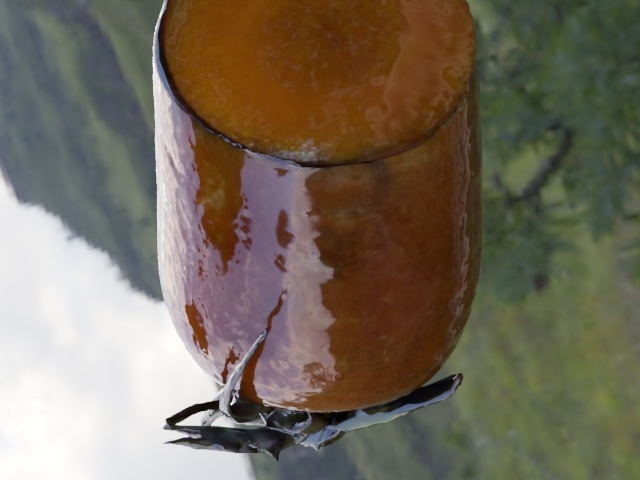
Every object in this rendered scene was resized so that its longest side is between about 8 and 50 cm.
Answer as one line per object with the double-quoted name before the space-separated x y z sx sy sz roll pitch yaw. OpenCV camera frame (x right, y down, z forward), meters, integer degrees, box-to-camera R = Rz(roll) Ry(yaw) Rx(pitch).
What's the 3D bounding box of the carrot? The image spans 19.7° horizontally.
"carrot" 0.000 0.000 1.092 0.214 0.193 0.331 -94 5 -55
